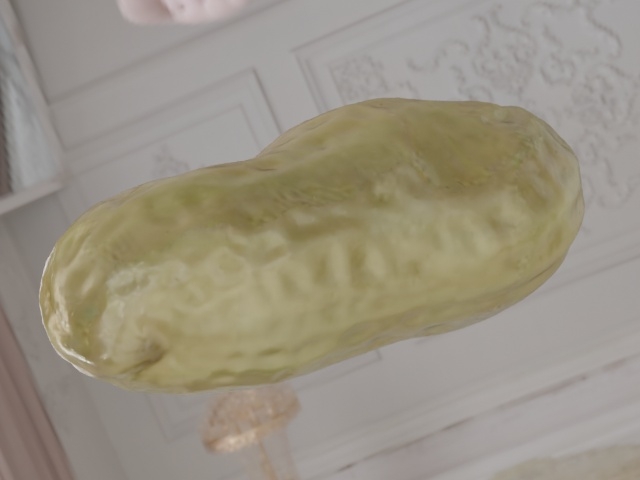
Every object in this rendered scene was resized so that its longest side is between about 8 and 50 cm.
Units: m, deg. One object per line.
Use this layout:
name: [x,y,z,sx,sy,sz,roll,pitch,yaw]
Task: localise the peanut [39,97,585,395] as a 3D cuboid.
peanut: [0.000,0.000,0.665,0.318,0.148,0.147,-16,-176,-21]
